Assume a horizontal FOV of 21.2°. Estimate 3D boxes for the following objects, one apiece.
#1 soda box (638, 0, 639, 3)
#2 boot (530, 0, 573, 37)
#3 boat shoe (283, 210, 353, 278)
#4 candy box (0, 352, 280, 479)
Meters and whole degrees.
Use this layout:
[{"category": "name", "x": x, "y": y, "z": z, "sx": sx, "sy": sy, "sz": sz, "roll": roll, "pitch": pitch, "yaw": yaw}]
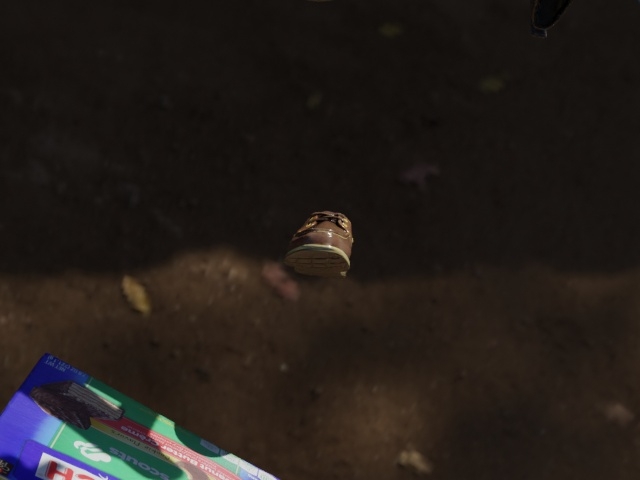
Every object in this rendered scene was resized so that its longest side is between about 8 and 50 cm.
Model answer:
[{"category": "soda box", "x": 0.336, "y": -0.176, "z": 1.496, "sx": 0.071, "sy": 0.067, "sz": 0.210, "roll": 28, "pitch": 38, "yaw": -55}, {"category": "boot", "x": 0.299, "y": -0.406, "z": 2.091, "sx": 0.091, "sy": 0.263, "sz": 0.229, "roll": 7, "pitch": 39, "yaw": -8}, {"category": "boat shoe", "x": 0.000, "y": 0.000, "z": 1.663, "sx": 0.064, "sy": 0.178, "sz": 0.060, "roll": 7, "pitch": 85, "yaw": 2}, {"category": "candy box", "x": -0.185, "y": 0.249, "z": 1.506, "sx": 0.268, "sy": 0.122, "sz": 0.317, "roll": 29, "pitch": 14, "yaw": -4}]
